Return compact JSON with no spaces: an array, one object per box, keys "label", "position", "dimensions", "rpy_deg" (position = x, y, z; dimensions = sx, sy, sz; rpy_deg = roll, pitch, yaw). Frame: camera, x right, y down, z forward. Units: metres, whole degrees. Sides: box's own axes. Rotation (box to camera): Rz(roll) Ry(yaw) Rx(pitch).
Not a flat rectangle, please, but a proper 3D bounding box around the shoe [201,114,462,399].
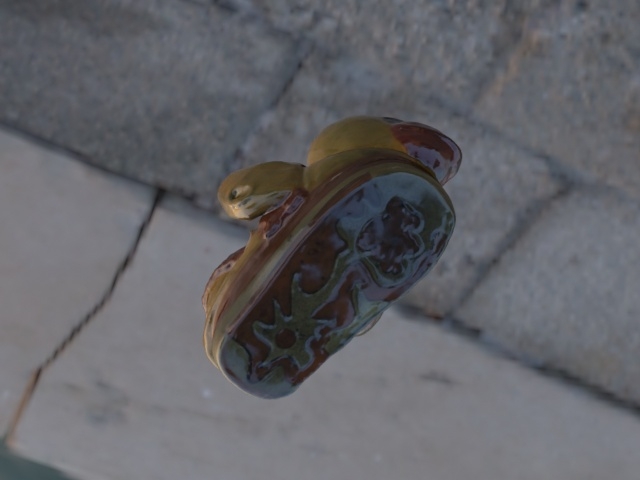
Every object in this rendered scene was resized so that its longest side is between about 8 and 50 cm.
[{"label":"shoe","position":[-0.003,0.000,0.626],"dimensions":[0.072,0.069,0.109],"rpy_deg":[23,97,-23]}]
